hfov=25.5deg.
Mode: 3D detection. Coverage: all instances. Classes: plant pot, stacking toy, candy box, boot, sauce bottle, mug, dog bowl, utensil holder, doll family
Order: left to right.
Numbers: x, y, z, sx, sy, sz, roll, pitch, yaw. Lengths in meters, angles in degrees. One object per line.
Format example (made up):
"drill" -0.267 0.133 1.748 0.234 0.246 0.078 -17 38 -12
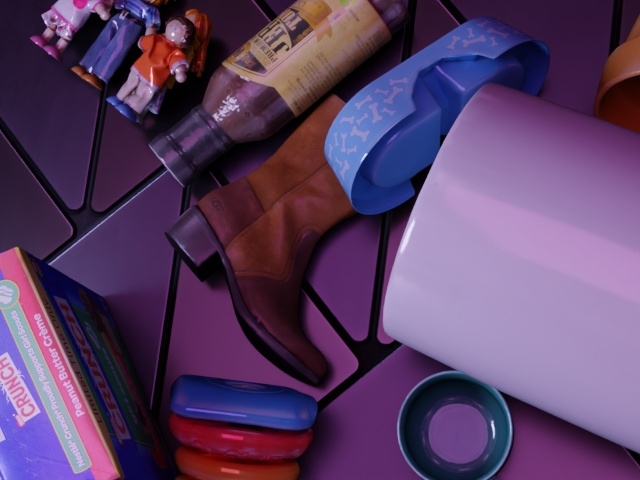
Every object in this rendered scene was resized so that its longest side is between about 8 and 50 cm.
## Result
"candy box" -0.281 0.171 1.551 0.122 0.317 0.268 -26 76 2
"doll family" -0.226 -0.250 1.751 0.263 0.118 0.163 38 92 32
"stacking toy" -0.104 0.310 1.587 0.166 0.175 0.302 8 90 -6
"sauce bottle" -0.053 -0.197 1.700 0.344 0.111 0.111 -40 76 -3
"boot" 0.000 0.000 1.685 0.280 0.096 0.264 -38 73 -12
"dog bowl" 0.129 -0.150 1.625 0.297 0.166 0.074 -35 63 -17
"mug" 0.153 0.229 1.590 0.129 0.097 0.158 2 79 8
"utensil holder" 0.302 0.036 1.495 0.385 0.327 0.327 24 83 14
"plant pot" 0.428 -0.210 1.602 0.205 0.205 0.188 12 65 10
